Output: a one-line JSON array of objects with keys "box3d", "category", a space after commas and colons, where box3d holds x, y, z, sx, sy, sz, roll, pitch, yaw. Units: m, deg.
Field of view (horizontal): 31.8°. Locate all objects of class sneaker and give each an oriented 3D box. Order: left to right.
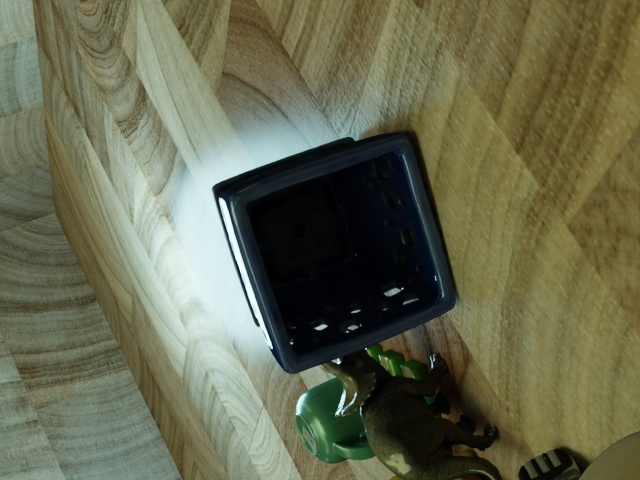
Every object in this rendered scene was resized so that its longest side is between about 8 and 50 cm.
[{"box3d": [0.280, 0.321, 1.179, 0.132, 0.086, 0.229, 62, -171, -14], "category": "sneaker"}]

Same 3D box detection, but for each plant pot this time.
[{"box3d": [0.000, 0.000, 1.393, 0.212, 0.236, 0.236, -152, 43, -69], "category": "plant pot"}]

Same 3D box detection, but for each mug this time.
[{"box3d": [0.022, 0.295, 1.814, 0.129, 0.097, 0.158, 68, 160, 1], "category": "mug"}]

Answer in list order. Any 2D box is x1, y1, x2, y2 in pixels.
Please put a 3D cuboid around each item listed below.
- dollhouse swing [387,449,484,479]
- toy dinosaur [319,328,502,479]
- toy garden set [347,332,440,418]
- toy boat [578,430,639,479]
[{"box3d": [0.082, 0.508, 1.455, 0.315, 0.305, 0.347, 93, 168, -49], "category": "dollhouse swing"}, {"box3d": [0.119, 0.243, 1.430, 0.313, 0.160, 0.121, 54, 156, 35], "category": "toy dinosaur"}, {"box3d": [0.101, 0.258, 1.647, 0.244, 0.049, 0.204, 14, 124, 65], "category": "toy garden set"}, {"box3d": [0.333, 0.275, 0.997, 0.151, 0.151, 0.231, 46, 174, -33], "category": "toy boat"}]
